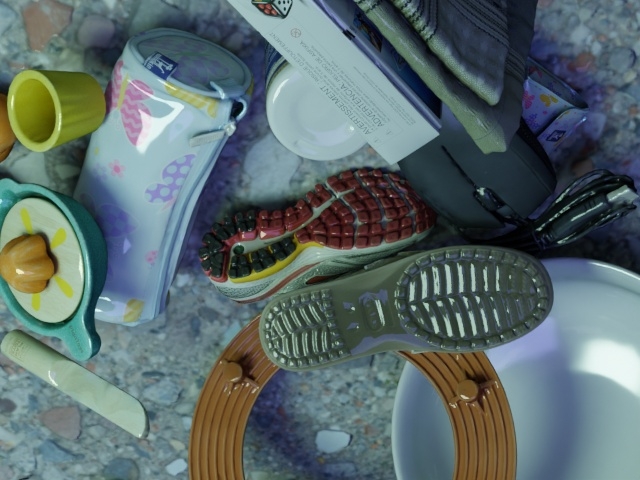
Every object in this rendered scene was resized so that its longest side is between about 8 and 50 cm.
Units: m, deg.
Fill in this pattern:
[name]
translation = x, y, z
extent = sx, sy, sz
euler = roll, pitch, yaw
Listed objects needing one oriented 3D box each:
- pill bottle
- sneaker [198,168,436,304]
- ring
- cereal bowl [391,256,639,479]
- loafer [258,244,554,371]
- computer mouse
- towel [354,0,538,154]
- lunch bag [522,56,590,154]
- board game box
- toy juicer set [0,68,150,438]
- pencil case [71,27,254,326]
[pill bottle]
translation = 0.000, -0.147, 1.176
extent = 0.094, 0.169, 0.094
euler = -2, 123, -3
[sneaker]
translation = 0.000, 0.000, 1.335
extent = 0.225, 0.088, 0.093
euler = -14, 149, 2
[ring]
translation = 0.021, 0.205, 1.347
extent = 0.336, 0.337, 0.032
euler = -26, 162, 14
[cereal bowl]
translation = 0.246, 0.191, 1.358
extent = 0.339, 0.339, 0.141
euler = -28, 162, 15
[loafer]
translation = 0.078, 0.056, 1.289
extent = 0.268, 0.092, 0.102
euler = -8, 97, 4
[computer mouse]
translation = 0.140, -0.075, 1.237
extent = 0.188, 0.072, 0.272
euler = -27, 116, 30
[towel]
translation = 0.068, -0.263, 1.027
extent = 0.056, 0.312, 0.324
euler = -26, 122, 30
[lunch bag]
translation = 0.195, -0.116, 1.275
extent = 0.083, 0.053, 0.071
euler = 31, 123, -24
[board game box]
translation = 0.016, -0.216, 1.051
extent = 0.053, 0.305, 0.193
euler = -32, 118, 27
[toy juicer set]
translation = -0.266, 0.017, 1.236
extent = 0.209, 0.089, 0.329
euler = 0, 102, 40
[pencil case]
translation = -0.152, -0.055, 1.259
extent = 0.124, 0.113, 0.273
euler = 33, 121, 12
